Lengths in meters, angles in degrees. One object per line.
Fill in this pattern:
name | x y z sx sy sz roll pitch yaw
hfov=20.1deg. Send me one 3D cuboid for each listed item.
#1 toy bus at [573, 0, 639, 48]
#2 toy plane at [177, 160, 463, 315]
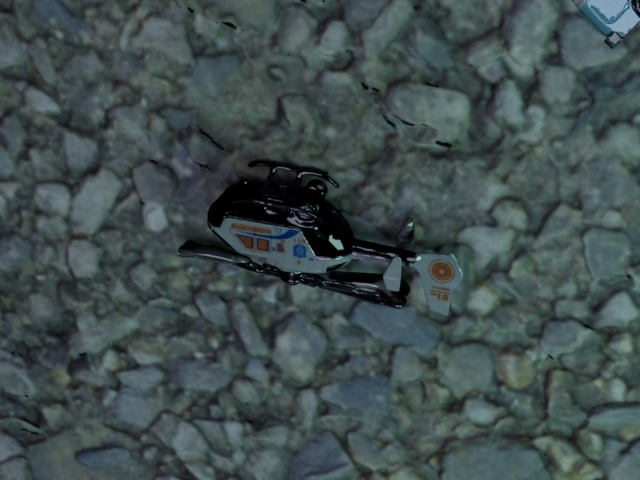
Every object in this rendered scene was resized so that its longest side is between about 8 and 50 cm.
toy bus | 0.197 -0.182 1.082 0.075 0.060 0.123 42 115 -4
toy plane | 0.001 -0.001 1.221 0.197 0.053 0.078 12 125 7
